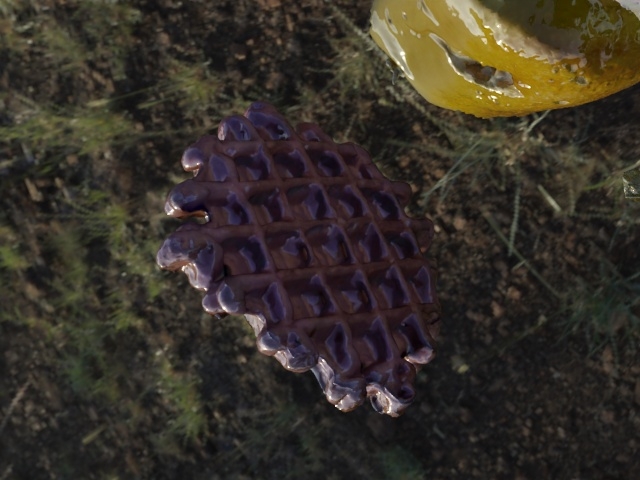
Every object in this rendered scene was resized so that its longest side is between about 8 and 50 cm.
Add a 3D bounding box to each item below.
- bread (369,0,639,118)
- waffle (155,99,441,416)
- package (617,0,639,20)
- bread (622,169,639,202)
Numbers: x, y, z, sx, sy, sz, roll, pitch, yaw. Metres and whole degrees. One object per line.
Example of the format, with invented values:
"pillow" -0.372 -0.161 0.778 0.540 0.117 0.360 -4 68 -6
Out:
"bread" 0.299 -0.296 1.320 0.394 0.361 0.250 -161 63 -72
"waffle" 0.000 0.000 0.650 0.221 0.234 0.055 37 127 -11
"package" 0.400 -0.314 0.825 0.311 0.165 0.221 -11 85 43
"bread" 0.590 -0.096 1.651 0.110 0.060 0.066 0 131 32
